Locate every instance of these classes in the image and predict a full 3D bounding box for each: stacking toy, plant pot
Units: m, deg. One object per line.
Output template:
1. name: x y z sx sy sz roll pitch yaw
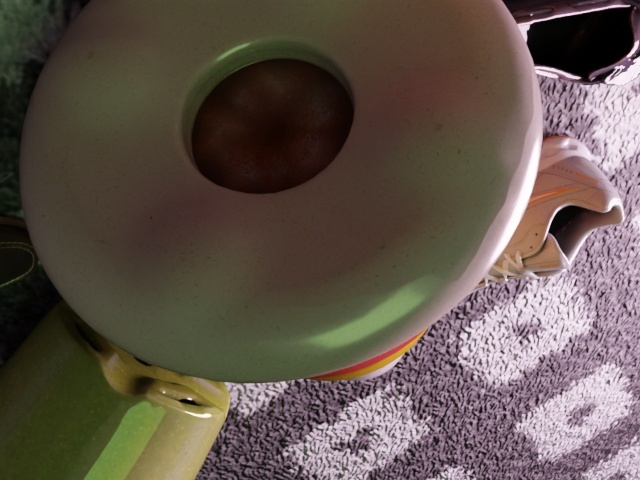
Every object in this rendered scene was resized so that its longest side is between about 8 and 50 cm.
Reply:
1. stacking toy: 0.000 0.000 0.799 0.351 0.350 0.480 -29 155 -3
2. plant pot: -0.220 0.198 0.845 0.276 0.276 0.254 28 100 -41

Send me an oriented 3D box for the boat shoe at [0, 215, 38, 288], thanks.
1. boat shoe: -0.327 0.034 0.754 0.207 0.073 0.073 -13 132 -20

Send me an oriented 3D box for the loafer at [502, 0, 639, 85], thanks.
1. loafer: 0.235 -0.180 0.847 0.303 0.095 0.109 -1 128 -27

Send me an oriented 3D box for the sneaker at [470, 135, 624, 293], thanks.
1. sneaker: 0.188 0.006 0.966 0.262 0.121 0.099 -39 134 8
